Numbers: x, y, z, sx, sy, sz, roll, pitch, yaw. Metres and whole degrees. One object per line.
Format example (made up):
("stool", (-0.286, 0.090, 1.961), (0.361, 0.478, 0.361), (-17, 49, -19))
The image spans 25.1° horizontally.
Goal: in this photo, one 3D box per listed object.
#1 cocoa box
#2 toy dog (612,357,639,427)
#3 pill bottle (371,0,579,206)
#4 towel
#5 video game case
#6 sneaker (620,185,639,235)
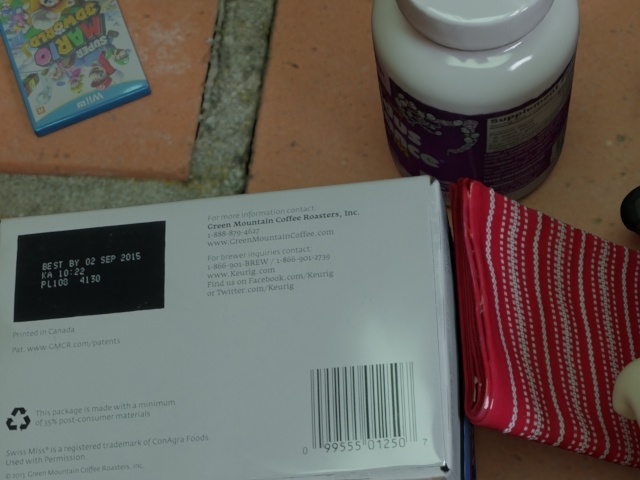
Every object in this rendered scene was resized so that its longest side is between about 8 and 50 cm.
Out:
("cocoa box", (-0.059, 0.108, 1.136), (0.347, 0.228, 0.232), (-5, 68, 10))
("toy dog", (0.359, 0.092, 0.926), (0.284, 0.395, 0.408), (-4, 75, -21))
("pill bottle", (0.128, -0.156, 1.197), (0.169, 0.301, 0.169), (-2, 67, 6))
("towel", (0.202, 0.072, 1.136), (0.031, 0.274, 0.199), (-23, 59, 41))
("video game case", (-0.247, -0.193, 1.411), (0.119, 0.015, 0.166), (-21, 67, -3))
("sneaker", (0.406, -0.178, 1.241), (0.202, 0.185, 0.483), (25, 71, 11))
